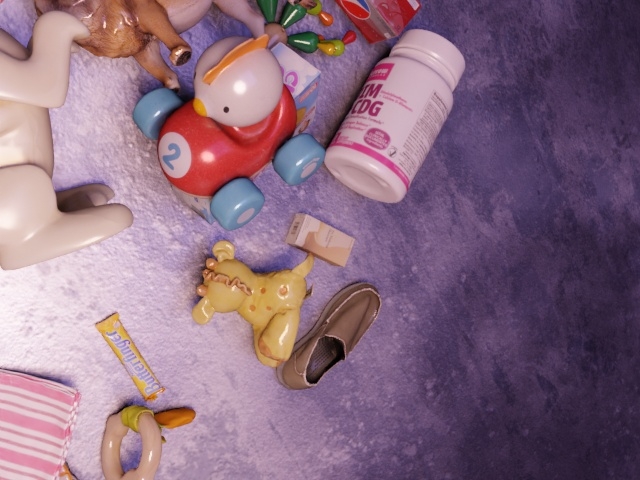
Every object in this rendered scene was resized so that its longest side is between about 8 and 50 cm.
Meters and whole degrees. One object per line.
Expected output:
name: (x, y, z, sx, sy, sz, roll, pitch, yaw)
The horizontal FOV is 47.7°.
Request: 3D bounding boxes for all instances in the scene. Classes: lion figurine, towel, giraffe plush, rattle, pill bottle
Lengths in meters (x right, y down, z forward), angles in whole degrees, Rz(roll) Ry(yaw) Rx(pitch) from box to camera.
lion figurine: (-0.212, -0.364, 1.080, 0.392, 0.142, 0.240, -32, 75, -33)
towel: (-0.436, 0.292, 1.034, 0.144, 0.029, 0.197, 14, 86, -1)
giraffe plush: (-0.116, 0.094, 1.178, 0.170, 0.210, 0.181, 16, 53, -8)
rattle: (-0.263, 0.362, 1.120, 0.143, 0.130, 0.200, 40, 32, -61)
pill bottle: (0.138, -0.224, 1.296, 0.160, 0.160, 0.283, 36, 75, -28)

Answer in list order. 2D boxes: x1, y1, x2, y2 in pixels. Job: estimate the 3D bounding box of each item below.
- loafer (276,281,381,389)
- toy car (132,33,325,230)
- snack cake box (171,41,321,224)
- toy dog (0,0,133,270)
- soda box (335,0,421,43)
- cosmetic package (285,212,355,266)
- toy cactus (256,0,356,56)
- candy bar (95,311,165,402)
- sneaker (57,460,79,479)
loafer: (0.033, 0.179, 1.309, 0.251, 0.087, 0.094, -48, 115, -19)
toy car: (-0.123, -0.175, 0.934, 0.210, 0.238, 0.219, -37, 75, -16)
snack cake box: (-0.119, -0.167, 1.141, 0.089, 0.152, 0.264, 38, 71, 11)
toy dog: (-0.465, -0.172, 0.893, 0.395, 0.284, 0.408, -19, 108, -9)
soda box: (0.054, -0.474, 1.264, 0.263, 0.092, 0.083, 45, 72, -26)
cosmetic package: (0.000, 0.000, 1.301, 0.115, 0.041, 0.060, 25, 81, -30)
toy cactus: (-0.048, -0.368, 1.218, 0.180, 0.112, 0.219, -52, 126, -6)
candy bar: (-0.300, 0.188, 1.151, 0.040, 0.018, 0.161, -35, 110, -24)
sneaker: (-0.379, 0.402, 1.091, 0.084, 0.083, 0.215, -25, 91, 8)
